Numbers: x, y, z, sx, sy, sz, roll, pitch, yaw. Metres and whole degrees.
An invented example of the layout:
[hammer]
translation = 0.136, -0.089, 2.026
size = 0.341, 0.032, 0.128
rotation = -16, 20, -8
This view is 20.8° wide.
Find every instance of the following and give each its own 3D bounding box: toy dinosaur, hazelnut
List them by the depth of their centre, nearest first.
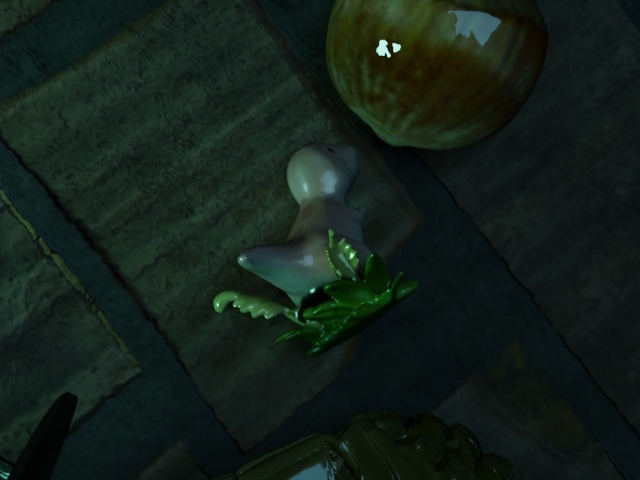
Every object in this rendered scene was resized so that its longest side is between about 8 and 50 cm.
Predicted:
[toy dinosaur]
translation = 0.002, -0.002, 1.590
size = 0.194, 0.152, 0.177
rotation = -29, 80, -30
[hazelnut]
translation = 0.109, -0.186, 1.658
size = 0.214, 0.176, 0.214
rotation = 0, 89, 16

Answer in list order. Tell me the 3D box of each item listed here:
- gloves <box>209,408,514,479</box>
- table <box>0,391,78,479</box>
[gloves]
translation = 0.032, 0.233, 1.541
size = 0.331, 0.141, 0.154
rotation = -13, 81, -22
[table]
translation = -0.373, 0.233, 1.361
size = 0.249, 0.317, 0.317
rotation = 21, 71, -1
